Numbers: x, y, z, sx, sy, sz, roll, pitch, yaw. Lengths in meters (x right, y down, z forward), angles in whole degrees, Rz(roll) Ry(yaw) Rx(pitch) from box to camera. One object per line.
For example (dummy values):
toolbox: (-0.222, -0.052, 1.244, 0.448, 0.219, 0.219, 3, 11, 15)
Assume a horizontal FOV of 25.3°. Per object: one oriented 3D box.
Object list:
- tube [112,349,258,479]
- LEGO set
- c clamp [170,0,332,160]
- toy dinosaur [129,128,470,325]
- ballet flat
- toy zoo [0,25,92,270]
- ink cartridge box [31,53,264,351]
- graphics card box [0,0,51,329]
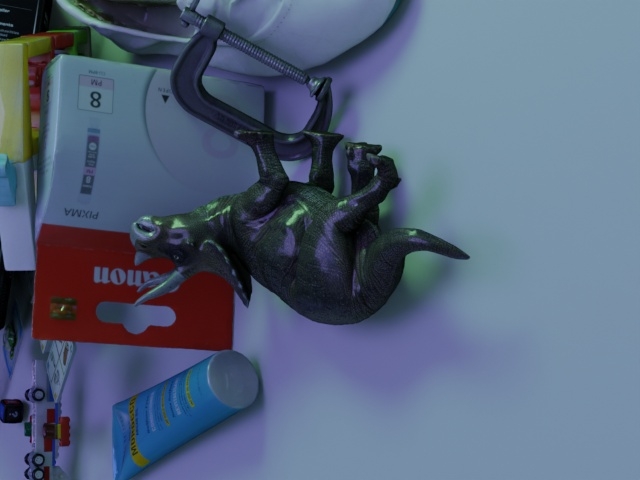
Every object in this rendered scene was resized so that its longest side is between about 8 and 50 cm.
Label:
tube: (-0.133, 0.155, 1.270, 0.207, 0.052, 0.080, -33, 48, 45)
LEGO set: (-0.265, 0.125, 1.393, 0.244, 0.060, 0.182, -67, 33, 36)
c clamp: (-0.055, -0.136, 1.170, 0.137, 0.160, 0.022, -50, 14, 34)
toy dinosaur: (0.000, 0.000, 1.122, 0.313, 0.121, 0.160, 15, 103, 33)
ballet flat: (-0.104, -0.219, 1.247, 0.400, 0.139, 0.139, 8, 88, 48)
toy zoo: (-0.247, -0.088, 1.275, 0.293, 0.030, 0.192, -72, -18, -78)
ink cartridge box: (-0.144, -0.030, 1.208, 0.066, 0.189, 0.232, -25, 63, 59)
graphics card box: (-0.337, -0.094, 1.433, 0.233, 0.094, 0.371, 177, 100, -79)
